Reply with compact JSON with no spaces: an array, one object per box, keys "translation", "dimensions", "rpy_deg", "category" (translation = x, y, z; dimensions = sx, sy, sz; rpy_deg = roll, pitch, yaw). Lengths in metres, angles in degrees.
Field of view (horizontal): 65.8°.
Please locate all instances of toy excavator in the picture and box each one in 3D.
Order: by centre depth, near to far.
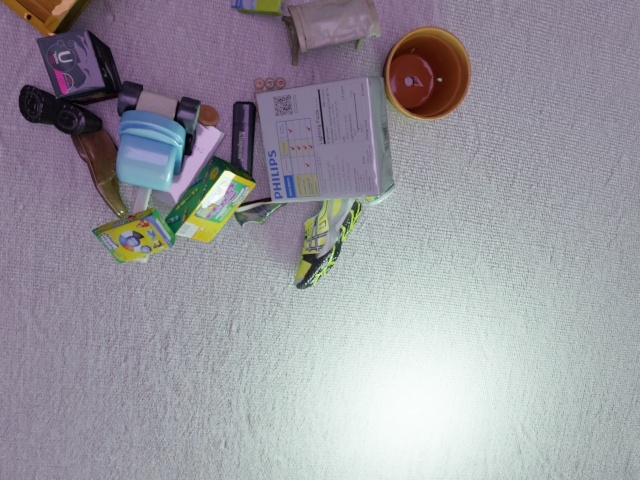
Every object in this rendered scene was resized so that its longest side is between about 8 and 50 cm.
[{"translation":[-0.539,-0.190,1.527],"dimensions":[0.223,0.433,0.444],"rpy_deg":[14,69,-13],"category":"toy excavator"}]

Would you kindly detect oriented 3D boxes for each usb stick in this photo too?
[{"translation":[-0.267,-0.337,1.699],"dimensions":[0.077,0.045,0.277],"rpy_deg":[3,100,-9],"category":"usb stick"}]

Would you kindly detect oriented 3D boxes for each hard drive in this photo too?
[{"translation":[-0.490,-0.284,1.672],"dimensions":[0.203,0.040,0.307],"rpy_deg":[31,94,-14],"category":"hard drive"}]

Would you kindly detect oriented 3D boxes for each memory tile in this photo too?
[{"translation":[-0.173,-0.486,1.705],"dimensions":[0.113,0.012,0.147],"rpy_deg":[-3,101,-9],"category":"memory tile"}]

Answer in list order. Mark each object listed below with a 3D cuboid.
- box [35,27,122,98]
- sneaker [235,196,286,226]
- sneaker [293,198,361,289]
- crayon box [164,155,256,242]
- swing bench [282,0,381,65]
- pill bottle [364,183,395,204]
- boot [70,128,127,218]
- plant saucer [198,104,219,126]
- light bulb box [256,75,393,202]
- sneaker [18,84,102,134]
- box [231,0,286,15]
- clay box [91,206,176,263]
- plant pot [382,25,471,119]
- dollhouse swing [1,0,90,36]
[{"translation":[-0.703,-0.506,1.473],"dimensions":[0.143,0.270,0.165],"rpy_deg":[-16,102,-7],"category":"box"},{"translation":[-0.207,-0.099,1.750],"dimensions":[0.192,0.064,0.086],"rpy_deg":[-12,110,-8],"category":"sneaker"},{"translation":[0.000,0.000,1.785],"dimensions":[0.147,0.145,0.384],"rpy_deg":[32,97,17],"category":"sneaker"},{"translation":[-0.361,-0.129,1.633],"dimensions":[0.278,0.165,0.081],"rpy_deg":[-49,62,12],"category":"crayon box"},{"translation":[0.027,-0.685,1.579],"dimensions":[0.253,0.254,0.165],"rpy_deg":[-15,103,-7],"category":"swing bench"},{"translation":[0.162,-0.239,1.758],"dimensions":[0.118,0.117,0.208],"rpy_deg":[-39,105,-1],"category":"pill bottle"},{"translation":[-0.692,-0.221,1.619],"dimensions":[0.115,0.112,0.305],"rpy_deg":[-25,102,-16],"category":"boot"},{"translation":[-0.380,-0.420,1.655],"dimensions":[0.084,0.013,0.083],"rpy_deg":[12,63,-24],"category":"plant saucer"},{"translation":[0.023,-0.321,1.587],"dimensions":[0.361,0.225,0.357],"rpy_deg":[-2,105,20],"category":"light bulb box"},{"translation":[-0.817,-0.399,1.551],"dimensions":[0.286,0.130,0.109],"rpy_deg":[28,104,12],"category":"sneaker"},{"translation":[-0.195,-0.791,1.595],"dimensions":[0.178,0.042,0.108],"rpy_deg":[15,98,22],"category":"box"},{"translation":[-0.569,-0.008,1.494],"dimensions":[0.222,0.053,0.127],"rpy_deg":[-18,127,10],"category":"clay box"},{"translation":[0.334,-0.553,1.686],"dimensions":[0.291,0.203,0.290],"rpy_deg":[-2,100,-10],"category":"plant pot"},{"translation":[-0.761,-0.780,1.396],"dimensions":[0.315,0.305,0.346],"rpy_deg":[39,93,-15],"category":"dollhouse swing"}]
